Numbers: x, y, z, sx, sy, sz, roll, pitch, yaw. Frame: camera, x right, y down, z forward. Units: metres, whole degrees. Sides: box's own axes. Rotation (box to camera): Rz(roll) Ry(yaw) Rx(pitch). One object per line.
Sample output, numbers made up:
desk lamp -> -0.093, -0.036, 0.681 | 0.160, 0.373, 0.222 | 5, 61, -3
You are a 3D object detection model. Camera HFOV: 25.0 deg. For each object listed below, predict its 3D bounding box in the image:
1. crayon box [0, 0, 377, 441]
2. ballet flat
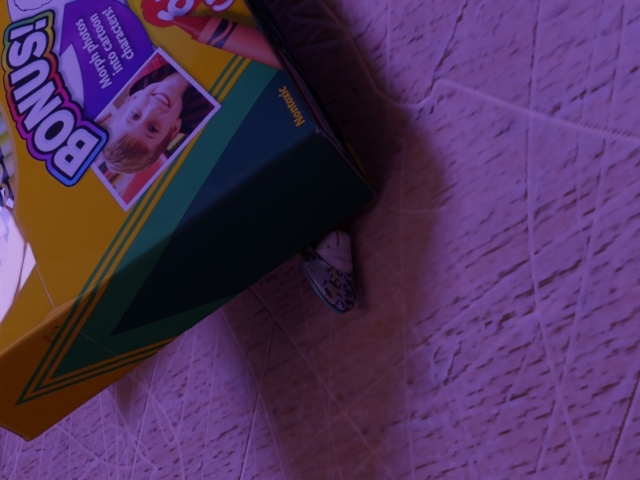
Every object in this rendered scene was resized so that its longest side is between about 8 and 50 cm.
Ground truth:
crayon box -> -0.174, -0.090, 1.071 | 0.313, 0.106, 0.363 | -35, 53, 8
ballet flat -> 0.000, 0.000, 1.014 | 0.114, 0.041, 0.041 | 59, 138, 38
